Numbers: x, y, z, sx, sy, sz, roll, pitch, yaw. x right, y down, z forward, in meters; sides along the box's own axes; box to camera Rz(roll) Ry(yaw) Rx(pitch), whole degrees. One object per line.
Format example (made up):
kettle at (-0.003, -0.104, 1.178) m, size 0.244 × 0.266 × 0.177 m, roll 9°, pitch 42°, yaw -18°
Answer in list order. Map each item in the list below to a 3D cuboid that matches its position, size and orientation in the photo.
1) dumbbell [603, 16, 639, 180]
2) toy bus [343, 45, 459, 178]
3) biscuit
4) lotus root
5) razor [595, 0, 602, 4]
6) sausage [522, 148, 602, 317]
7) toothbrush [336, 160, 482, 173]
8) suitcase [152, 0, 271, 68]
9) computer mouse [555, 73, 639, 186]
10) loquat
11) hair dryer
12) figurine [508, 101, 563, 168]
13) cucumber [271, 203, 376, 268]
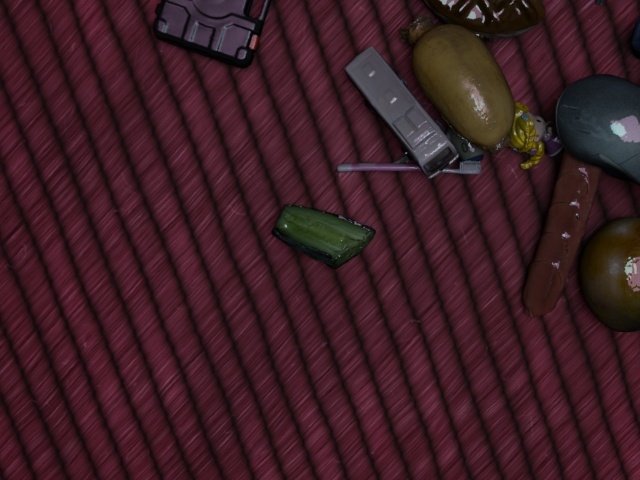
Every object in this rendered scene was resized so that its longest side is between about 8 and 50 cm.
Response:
dumbbell at (0.647, -0.266, 1.301) m, size 0.143 × 0.156 × 0.316 m, roll 15°, pitch 96°, yaw 28°
toy bus at (0.154, -0.247, 1.295) m, size 0.092 × 0.106 × 0.268 m, roll -38°, pitch 77°, yaw 10°
biscuit at (0.288, -0.560, 1.280) m, size 0.268 × 0.115 × 0.366 m, roll -7°, pitch 95°, yaw 0°
lotus root at (0.263, -0.299, 1.253) m, size 0.131 × 0.146 × 0.303 m, roll -41°, pitch 73°, yaw 38°
razor at (0.638, -0.508, 1.331) m, size 0.190 × 0.033 × 0.066 m, roll -6°, pitch 141°, yaw -3°
sausage at (0.483, -0.046, 1.331) m, size 0.087 × 0.088 × 0.433 m, roll 11°, pitch 106°, yaw -2°
toothbrush at (0.173, -0.146, 1.340) m, size 0.286 × 0.020 × 0.025 m, roll 1°, pitch 122°, yaw 11°
suitcase at (-0.189, -0.497, 1.304) m, size 0.206 × 0.066 × 0.286 m, roll 19°, pitch 96°, yaw -3°
computer mouse at (0.598, -0.170, 1.197) m, size 0.379 × 0.090 × 0.167 m, roll 26°, pitch 98°, yaw 4°
loquat at (0.601, 0.068, 1.323) m, size 0.179 × 0.179 × 0.227 m, roll 6°, pitch 92°, yaw -1°
hair dryer at (0.222, -0.227, 1.357) m, size 0.199 × 0.067 × 0.167 m, roll -5°, pitch 87°, yaw 15°
figurine at (0.392, -0.206, 1.333) m, size 0.156 × 0.095 × 0.115 m, roll 17°, pitch 116°, yaw -20°
cucumber at (0.000, 0.000, 1.355) m, size 0.193 × 0.086 × 0.115 m, roll 24°, pitch 51°, yaw -2°
